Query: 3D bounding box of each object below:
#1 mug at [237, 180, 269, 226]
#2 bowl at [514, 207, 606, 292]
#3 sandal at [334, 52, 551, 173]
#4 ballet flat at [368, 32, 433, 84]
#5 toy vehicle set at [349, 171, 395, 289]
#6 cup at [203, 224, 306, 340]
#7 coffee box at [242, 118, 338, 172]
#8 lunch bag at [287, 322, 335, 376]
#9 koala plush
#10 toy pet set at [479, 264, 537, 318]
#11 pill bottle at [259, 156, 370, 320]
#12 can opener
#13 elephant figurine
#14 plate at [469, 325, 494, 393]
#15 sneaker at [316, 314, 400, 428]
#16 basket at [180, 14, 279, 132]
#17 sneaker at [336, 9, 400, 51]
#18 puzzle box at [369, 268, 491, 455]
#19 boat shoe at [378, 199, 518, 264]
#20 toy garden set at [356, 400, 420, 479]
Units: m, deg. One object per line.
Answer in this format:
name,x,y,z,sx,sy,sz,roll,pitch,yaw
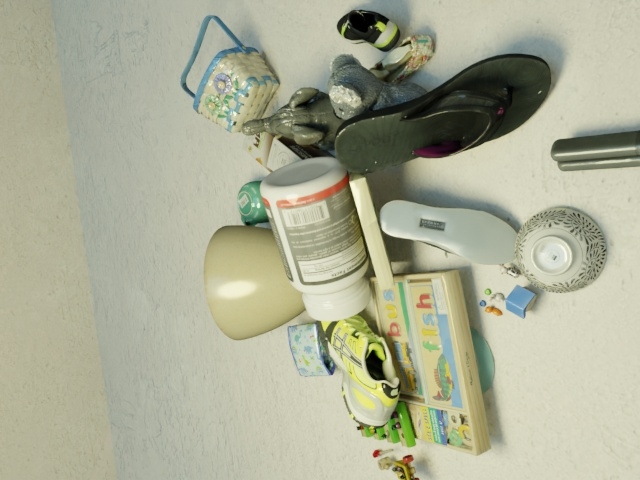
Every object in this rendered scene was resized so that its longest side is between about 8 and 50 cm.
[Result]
mug,-0.195,-0.104,1.690,0.129,0.097,0.158,19,110,41
bowl,0.450,0.024,1.059,0.170,0.080,0.170,4,98,32
sandal,0.243,-0.224,1.111,0.445,0.167,0.107,-19,38,19
ballet flat,0.159,-0.403,1.302,0.241,0.077,0.091,-36,70,43
toy vehicle set,0.121,-0.036,1.299,0.035,0.166,0.267,-15,108,8
cup,-0.138,0.105,1.551,0.237,0.331,0.331,-8,91,21
coffee box,-0.083,-0.236,1.526,0.246,0.141,0.098,43,124,33
lunch bag,-0.018,0.313,1.586,0.129,0.096,0.151,-16,76,45
koala plush,0.107,-0.312,1.234,0.203,0.221,0.196,-38,29,36
toy pet set,0.389,0.119,1.169,0.114,0.065,0.122,33,119,37
pill bottle,0.000,0.000,1.340,0.210,0.210,0.363,11,125,44
can opener,0.553,-0.172,0.966,0.280,0.074,0.093,-4,59,44
elephant figurine,-0.043,-0.303,1.403,0.169,0.239,0.186,50,128,28
plate,0.317,0.282,1.298,0.188,0.024,0.188,9,102,43
sneaker,0.105,0.267,1.387,0.147,0.145,0.385,-61,39,33
basket,-0.283,-0.483,1.639,0.289,0.201,0.255,46,128,17
sneaker,0.097,-0.515,1.298,0.084,0.097,0.234,-58,40,6
puzzle box,0.247,0.275,1.310,0.272,0.052,0.409,-12,89,57
boat shoe,0.283,-0.018,1.223,0.306,0.105,0.113,9,93,19
toy garden set,0.158,0.514,1.426,0.244,0.049,0.204,-27,78,63
